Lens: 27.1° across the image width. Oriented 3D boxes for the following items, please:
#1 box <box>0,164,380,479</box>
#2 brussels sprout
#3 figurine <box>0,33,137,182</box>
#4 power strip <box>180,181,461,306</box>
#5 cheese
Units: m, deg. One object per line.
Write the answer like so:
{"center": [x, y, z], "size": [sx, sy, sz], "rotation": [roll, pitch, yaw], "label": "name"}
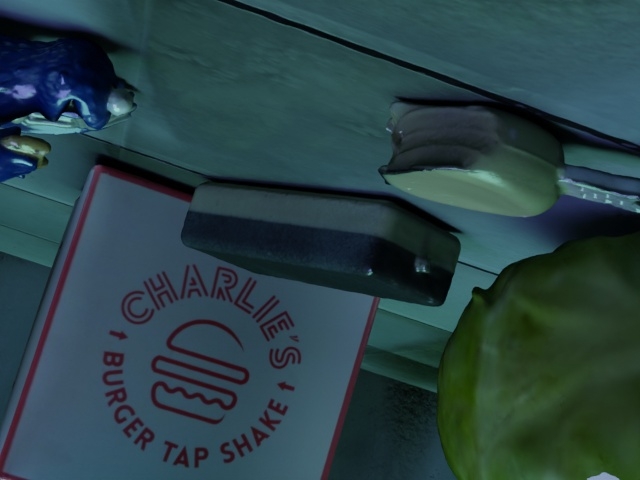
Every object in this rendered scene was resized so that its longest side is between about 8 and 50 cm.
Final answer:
{"center": [-0.148, 0.126, 1.383], "size": [0.314, 0.312, 0.300], "rotation": [19, 171, -13], "label": "box"}
{"center": [0.233, 0.120, 0.900], "size": [0.328, 0.247, 0.328], "rotation": [4, 179, 0], "label": "brussels sprout"}
{"center": [-0.249, -0.102, 0.874], "size": [0.262, 0.121, 0.164], "rotation": [-6, -165, 5], "label": "figurine"}
{"center": [0.000, 0.000, 1.131], "size": [0.256, 0.070, 0.105], "rotation": [10, 171, 46], "label": "power strip"}
{"center": [0.110, -0.042, 0.743], "size": [0.171, 0.048, 0.092], "rotation": [11, 171, 38], "label": "cheese"}
